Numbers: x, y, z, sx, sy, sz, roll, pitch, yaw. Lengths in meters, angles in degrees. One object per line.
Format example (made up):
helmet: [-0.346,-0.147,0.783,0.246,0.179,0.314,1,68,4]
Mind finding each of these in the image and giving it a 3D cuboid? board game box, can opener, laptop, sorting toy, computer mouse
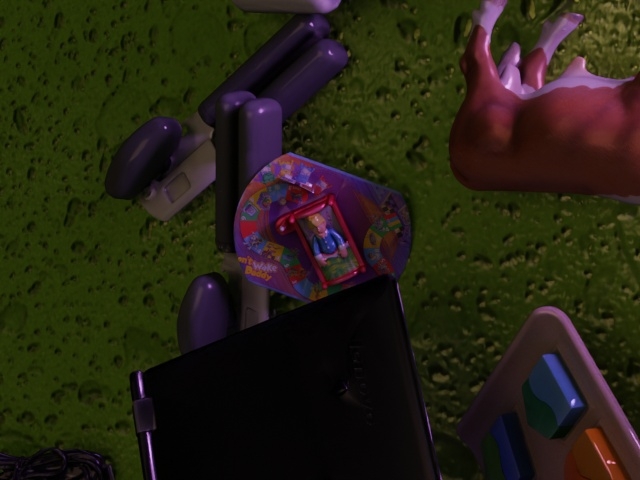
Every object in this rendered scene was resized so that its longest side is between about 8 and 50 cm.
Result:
board game box: [0.000,0.000,1.296,0.169,0.033,0.133,20,104,-2]
can opener: [-0.082,-0.003,1.347,0.074,0.093,0.280,22,114,43]
laptop: [-0.022,0.290,1.215,0.236,0.408,0.382,-9,69,-5]
sorting toy: [0.193,0.189,1.145,0.208,0.038,0.193,61,143,33]
computer mouse: [-0.313,0.362,1.512,0.189,0.072,0.272,-3,83,13]
can opener: [-0.102,-0.122,1.385,0.283,0.095,0.076,-40,68,26]

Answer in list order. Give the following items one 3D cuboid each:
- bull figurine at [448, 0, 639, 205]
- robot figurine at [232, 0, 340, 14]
bull figurine: [0.246,-0.106,1.154,0.310,0.101,0.188,6,87,31]
robot figurine: [-0.047,-0.358,1.289,0.353,0.200,0.299,14,116,40]
